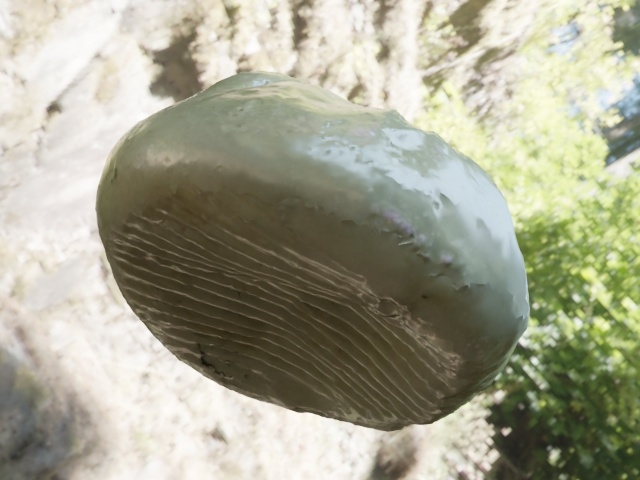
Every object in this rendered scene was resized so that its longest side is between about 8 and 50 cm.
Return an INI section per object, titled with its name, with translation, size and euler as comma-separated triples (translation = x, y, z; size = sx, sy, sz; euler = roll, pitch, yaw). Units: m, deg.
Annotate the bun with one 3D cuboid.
[bun]
translation = 0.000, 0.000, 0.596
size = 0.231, 0.133, 0.231
euler = 16, -34, 11
